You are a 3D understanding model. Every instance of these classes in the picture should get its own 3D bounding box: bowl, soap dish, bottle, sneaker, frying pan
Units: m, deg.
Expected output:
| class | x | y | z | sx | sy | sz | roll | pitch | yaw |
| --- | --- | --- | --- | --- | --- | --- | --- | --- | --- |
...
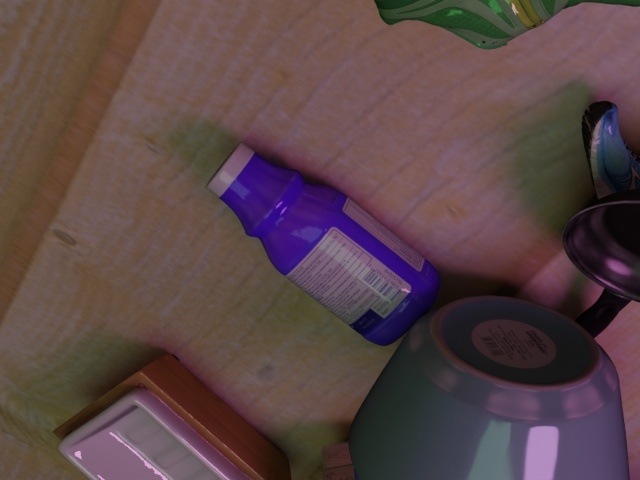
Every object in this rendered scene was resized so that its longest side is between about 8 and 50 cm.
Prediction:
| class | x | y | z | sx | sy | sz | roll | pitch | yaw |
| --- | --- | --- | --- | --- | --- | --- | --- | --- | --- |
| bowl | 0.193 | 0.172 | 1.061 | 0.312 | 0.311 | 0.163 | 13 | 119 | 11 |
| soap dish | -0.203 | 0.305 | 1.405 | 0.291 | 0.118 | 0.229 | 44 | 127 | -14 |
| bottle | 0.000 | 0.000 | 1.130 | 0.283 | 0.092 | 0.118 | 38 | 125 | -8 |
| sneaker | 0.183 | -0.243 | 0.901 | 0.296 | 0.109 | 0.123 | 5 | 148 | 14 |
| frying pan | 0.348 | 0.043 | 1.007 | 0.197 | 0.053 | 0.326 | 13 | 154 | 21 |
| sneaker | 0.308 | -0.076 | 0.995 | 0.073 | 0.063 | 0.162 | -15 | 127 | 17 |

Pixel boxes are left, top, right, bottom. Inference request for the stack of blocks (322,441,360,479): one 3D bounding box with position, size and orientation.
| class | x | y | z | sx | sy | sz | roll | pitch | yaw |
| --- | --- | --- | --- | --- | --- | --- | --- | --- | --- |
| stack of blocks | 0.157 | 0.320 | 1.250 | 0.297 | 0.171 | 0.087 | -13 | 121 | 6 |
